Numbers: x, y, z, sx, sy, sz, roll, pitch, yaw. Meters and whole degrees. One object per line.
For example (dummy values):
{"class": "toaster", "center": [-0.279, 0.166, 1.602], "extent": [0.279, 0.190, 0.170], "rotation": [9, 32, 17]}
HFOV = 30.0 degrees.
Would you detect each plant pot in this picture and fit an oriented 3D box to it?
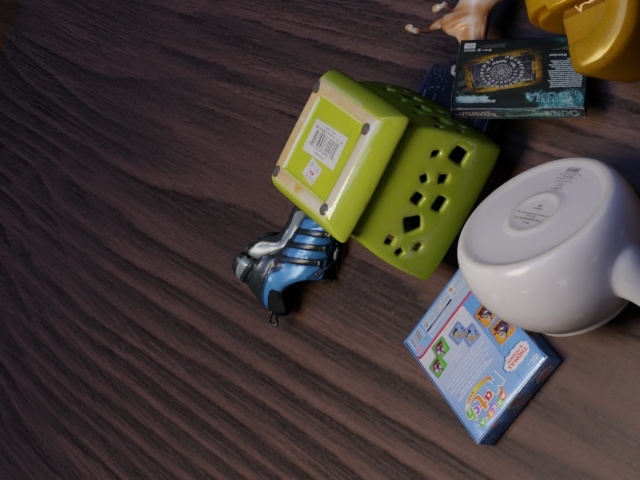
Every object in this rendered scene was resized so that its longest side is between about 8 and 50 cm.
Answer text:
{"class": "plant pot", "center": [0.077, -0.106, 1.698], "extent": [0.228, 0.207, 0.227], "rotation": [42, 109, 48]}

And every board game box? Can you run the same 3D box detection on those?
{"class": "board game box", "center": [0.220, 0.154, 1.658], "extent": [0.160, 0.039, 0.211], "rotation": [-55, 42, 20]}
{"class": "board game box", "center": [0.278, -0.224, 1.647], "extent": [0.186, 0.026, 0.126], "rotation": [2, 60, 20]}

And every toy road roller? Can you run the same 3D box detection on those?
{"class": "toy road roller", "center": [0.411, -0.343, 1.503], "extent": [0.329, 0.202, 0.241], "rotation": [-19, 77, 44]}

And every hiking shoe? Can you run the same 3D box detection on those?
{"class": "hiking shoe", "center": [0.000, 0.000, 1.938], "extent": [0.304, 0.113, 0.132], "rotation": [-42, 79, 24]}

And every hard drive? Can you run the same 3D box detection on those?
{"class": "hard drive", "center": [0.180, -0.126, 1.789], "extent": [0.172, 0.054, 0.255], "rotation": [30, 100, 49]}

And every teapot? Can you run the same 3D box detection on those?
{"class": "teapot", "center": [0.306, 0.031, 1.503], "extent": [0.252, 0.187, 0.256], "rotation": [-25, 29, 20]}

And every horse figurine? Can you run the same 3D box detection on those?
{"class": "horse figurine", "center": [0.233, -0.370, 1.768], "extent": [0.263, 0.066, 0.174], "rotation": [-57, 35, 4]}
